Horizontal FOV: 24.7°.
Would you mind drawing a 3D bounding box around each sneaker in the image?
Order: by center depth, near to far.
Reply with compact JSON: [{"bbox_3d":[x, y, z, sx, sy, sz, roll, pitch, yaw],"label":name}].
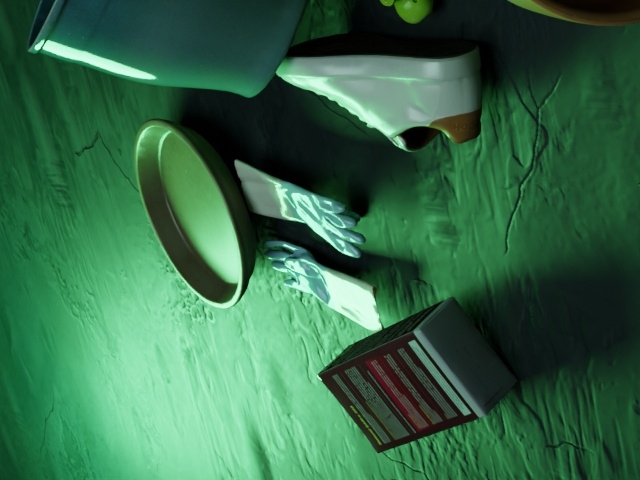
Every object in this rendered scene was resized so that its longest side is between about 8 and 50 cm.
[{"bbox_3d":[0.056,-0.157,1.597,0.290,0.106,0.123,15,123,47],"label":"sneaker"}]

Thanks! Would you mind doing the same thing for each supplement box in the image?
[{"bbox_3d":[0.111,0.165,1.748,0.130,0.073,0.239,53,145,-5],"label":"supplement box"}]

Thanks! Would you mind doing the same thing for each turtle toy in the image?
[{"bbox_3d":[0.082,-0.287,1.515,0.095,0.066,0.130,13,122,50],"label":"turtle toy"}]

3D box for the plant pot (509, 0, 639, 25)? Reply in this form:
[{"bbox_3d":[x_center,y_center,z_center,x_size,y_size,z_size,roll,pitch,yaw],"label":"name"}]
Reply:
[{"bbox_3d":[0.189,-0.326,1.199,0.203,0.291,0.290,24,132,64],"label":"plant pot"}]

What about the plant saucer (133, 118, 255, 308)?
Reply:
[{"bbox_3d":[-0.168,-0.040,1.988,0.278,0.041,0.278,43,147,37],"label":"plant saucer"}]

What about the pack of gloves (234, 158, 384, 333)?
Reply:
[{"bbox_3d":[0.000,0.000,1.844,0.232,0.046,0.195,25,142,45],"label":"pack of gloves"}]

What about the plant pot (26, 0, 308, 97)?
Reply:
[{"bbox_3d":[-0.156,-0.285,1.616,0.255,0.271,0.271,22,148,-17],"label":"plant pot"}]
